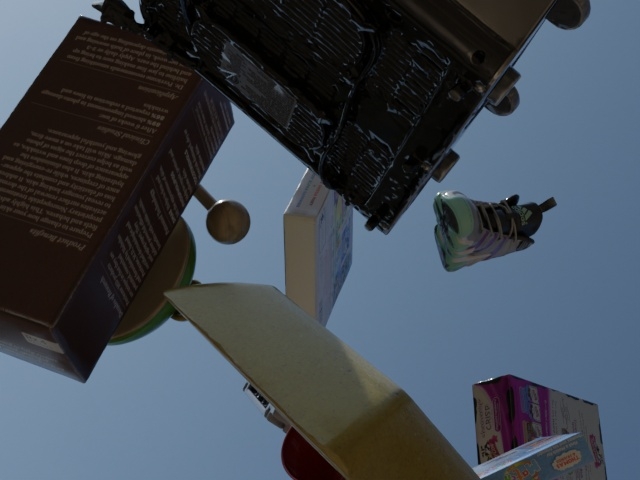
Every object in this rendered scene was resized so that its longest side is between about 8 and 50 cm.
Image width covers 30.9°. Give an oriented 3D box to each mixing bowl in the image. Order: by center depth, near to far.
[{"bbox_3d":[0.049,0.281,1.467,0.181,0.181,0.098,11,-48,44],"label":"mixing bowl"}]

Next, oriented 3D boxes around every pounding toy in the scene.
[{"bbox_3d":[-0.186,0.039,1.384,0.237,0.110,0.183,-49,-134,-6],"label":"pounding toy"}]

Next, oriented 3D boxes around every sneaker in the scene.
[{"bbox_3d":[0.099,-0.013,0.646,0.098,0.069,0.038,70,4,-80],"label":"sneaker"}]

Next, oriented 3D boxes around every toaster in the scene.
[{"bbox_3d":[0.008,-0.113,0.479,0.185,0.110,0.168,40,-23,5],"label":"toaster"}]

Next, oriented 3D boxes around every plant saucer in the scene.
[{"bbox_3d":[0.043,0.176,1.023,0.333,0.081,0.332,50,-9,-35],"label":"plant saucer"}]

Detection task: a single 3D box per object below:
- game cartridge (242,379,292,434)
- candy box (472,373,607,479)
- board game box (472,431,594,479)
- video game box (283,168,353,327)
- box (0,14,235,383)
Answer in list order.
[{"bbox_3d":[-0.013,0.283,1.788,0.062,0.198,0.297,-60,-168,-4],"label":"game cartridge"},{"bbox_3d":[0.316,0.295,1.656,0.071,0.233,0.159,-23,-122,40],"label":"candy box"},{"bbox_3d":[0.208,0.267,1.313,0.211,0.160,0.039,90,-24,-78],"label":"board game box"},{"bbox_3d":[0.000,0.000,1.472,0.048,0.187,0.205,11,-53,14],"label":"video game box"},{"bbox_3d":[-0.263,-0.055,1.286,0.191,0.381,0.143,17,-31,18],"label":"box"}]
